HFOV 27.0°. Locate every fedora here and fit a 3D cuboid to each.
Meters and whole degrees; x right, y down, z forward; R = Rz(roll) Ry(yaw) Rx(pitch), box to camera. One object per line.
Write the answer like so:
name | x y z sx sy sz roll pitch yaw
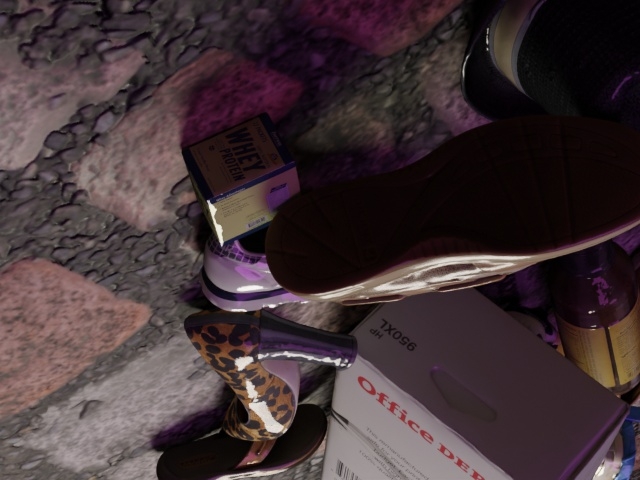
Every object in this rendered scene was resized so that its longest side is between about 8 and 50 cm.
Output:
fedora | 0.292 -0.161 1.186 0.334 0.153 0.334 -21 152 -12

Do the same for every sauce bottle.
sauce bottle | 0.338 0.068 1.633 0.111 0.111 0.344 -27 143 -3

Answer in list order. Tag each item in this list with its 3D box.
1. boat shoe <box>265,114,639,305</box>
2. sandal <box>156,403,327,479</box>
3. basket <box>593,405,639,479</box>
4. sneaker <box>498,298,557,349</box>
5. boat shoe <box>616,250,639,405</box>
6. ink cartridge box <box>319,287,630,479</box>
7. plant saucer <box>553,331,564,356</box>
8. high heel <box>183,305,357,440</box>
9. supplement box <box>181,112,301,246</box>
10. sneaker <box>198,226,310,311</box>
boat shoe | 0.126 -0.020 1.151 0.341 0.122 0.110 -12 162 15
sandal | -0.092 0.239 1.603 0.219 0.090 0.060 -12 127 -16
basket | 0.420 0.316 2.010 0.288 0.201 0.255 17 138 -12
sneaker | 0.241 0.114 1.638 0.153 0.094 0.235 -38 167 -28
boat shoe | 0.456 0.109 1.812 0.123 0.116 0.324 -14 145 -26
ink cartridge box | 0.164 0.251 1.571 0.166 0.285 0.395 -42 158 -28
plant saucer | 0.329 0.156 1.893 0.083 0.015 0.083 -22 152 -12
high heel | -0.102 0.143 1.445 0.186 0.093 0.261 15 145 -26
supplement box | -0.066 -0.051 1.147 0.083 0.056 0.083 -25 152 -8
sneaker | 0.000 0.000 1.270 0.235 0.090 0.095 -15 140 -27
